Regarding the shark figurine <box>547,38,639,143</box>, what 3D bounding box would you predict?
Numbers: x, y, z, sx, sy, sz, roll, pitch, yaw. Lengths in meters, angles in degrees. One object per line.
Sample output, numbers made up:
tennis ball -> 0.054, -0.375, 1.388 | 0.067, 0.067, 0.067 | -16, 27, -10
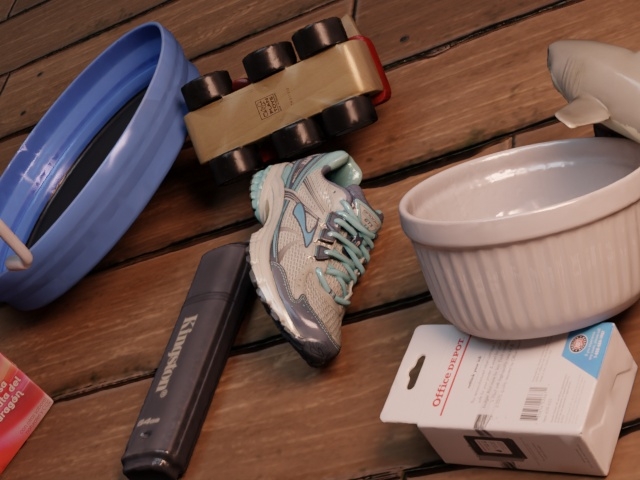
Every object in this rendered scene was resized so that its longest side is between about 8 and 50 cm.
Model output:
shark figurine -> 0.292, -0.106, 0.921 | 0.278, 0.166, 0.116 | 29, 112, 17

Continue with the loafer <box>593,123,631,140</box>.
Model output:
loafer -> 0.376, -0.125, 1.020 | 0.302, 0.095, 0.109 | -22, 39, 21

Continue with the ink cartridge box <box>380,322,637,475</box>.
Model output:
ink cartridge box -> 0.149, 0.123, 0.974 | 0.180, 0.060, 0.104 | -3, 48, 38

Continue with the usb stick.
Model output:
usb stick -> -0.127, 0.116, 1.227 | 0.077, 0.045, 0.278 | -10, 45, 32

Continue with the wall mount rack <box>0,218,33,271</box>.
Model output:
wall mount rack -> -0.471, 0.071, 1.266 | 0.304, 0.130, 0.350 | 1, 50, 35

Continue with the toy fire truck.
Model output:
toy fire truck -> -0.021, -0.174, 1.396 | 0.217, 0.158, 0.246 | -22, -2, 20

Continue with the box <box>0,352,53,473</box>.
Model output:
box -> -0.451, 0.235, 1.289 | 0.154, 0.142, 0.300 | 10, 57, 46

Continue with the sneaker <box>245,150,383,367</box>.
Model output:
sneaker -> 0.000, 0.000, 1.196 | 0.122, 0.110, 0.283 | -24, 38, 13

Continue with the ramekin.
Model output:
ramekin -> 0.174, -0.002, 0.993 | 0.207, 0.109, 0.207 | -14, 15, 4

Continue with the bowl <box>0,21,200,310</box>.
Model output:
bowl -> -0.287, -0.087, 1.478 | 0.391, 0.077, 0.391 | -39, 29, 26
